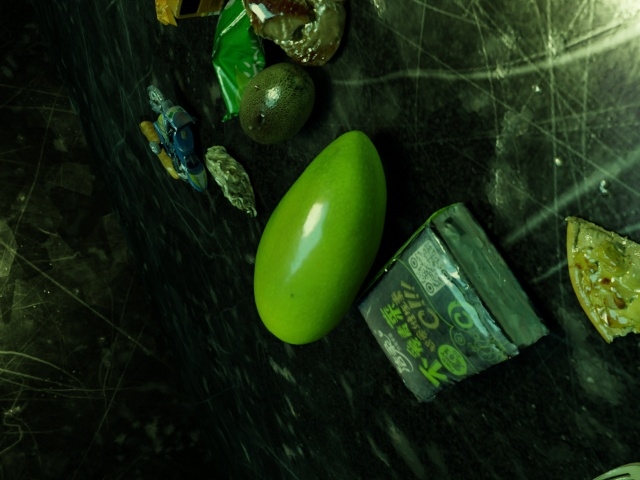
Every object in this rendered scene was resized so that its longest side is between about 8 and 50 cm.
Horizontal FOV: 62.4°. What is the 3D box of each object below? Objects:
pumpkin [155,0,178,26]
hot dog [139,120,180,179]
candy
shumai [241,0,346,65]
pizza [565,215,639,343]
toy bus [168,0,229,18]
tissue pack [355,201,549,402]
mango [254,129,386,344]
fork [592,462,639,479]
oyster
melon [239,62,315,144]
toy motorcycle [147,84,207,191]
[{"bbox_3d":[-0.328,-0.490,1.092,0.073,0.035,0.101,41,145,44],"label":"pumpkin"},{"bbox_3d":[-0.424,-0.251,1.418,0.215,0.047,0.066,53,-175,27],"label":"hot dog"},{"bbox_3d":[-0.126,-0.294,0.804,0.203,0.078,0.141,115,145,-51],"label":"candy"},{"bbox_3d":[-0.031,-0.285,0.675,0.123,0.105,0.139,45,170,30],"label":"shumai"},{"bbox_3d":[0.263,0.031,0.452,0.109,0.026,0.123,-16,95,60],"label":"pizza"},{"bbox_3d":[-0.218,-0.464,0.833,0.201,0.114,0.098,65,151,4],"label":"toy bus"},{"bbox_3d":[0.144,0.088,0.648,0.173,0.073,0.235,58,151,18],"label":"tissue pack"},{"bbox_3d":[0.000,0.000,0.741,0.192,0.156,0.343,-100,27,-46],"label":"mango"},{"bbox_3d":[0.336,0.211,0.464,0.219,0.028,0.034,-48,60,55],"label":"fork"},{"bbox_3d":[-0.182,-0.123,1.085,0.177,0.064,0.125,58,167,-4],"label":"oyster"},{"bbox_3d":[-0.063,-0.200,0.773,0.162,0.099,0.099,-32,82,59],"label":"melon"},{"bbox_3d":[-0.328,-0.232,1.226,0.136,0.092,0.254,26,141,39],"label":"toy motorcycle"}]
